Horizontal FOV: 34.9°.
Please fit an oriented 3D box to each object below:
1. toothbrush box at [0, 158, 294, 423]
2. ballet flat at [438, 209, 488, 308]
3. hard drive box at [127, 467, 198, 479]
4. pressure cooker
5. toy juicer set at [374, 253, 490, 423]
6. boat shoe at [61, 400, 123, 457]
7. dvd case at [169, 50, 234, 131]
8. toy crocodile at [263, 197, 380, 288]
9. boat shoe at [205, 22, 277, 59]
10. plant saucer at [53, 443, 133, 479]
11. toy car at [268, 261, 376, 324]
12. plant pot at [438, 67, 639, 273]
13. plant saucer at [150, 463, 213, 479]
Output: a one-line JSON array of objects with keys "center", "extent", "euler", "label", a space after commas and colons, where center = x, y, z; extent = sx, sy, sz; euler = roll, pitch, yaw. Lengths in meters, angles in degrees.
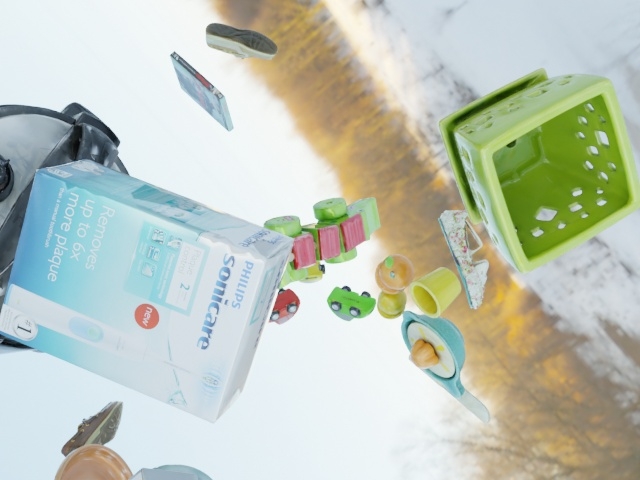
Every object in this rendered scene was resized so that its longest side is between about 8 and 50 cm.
[{"center": [-0.209, 0.055, 1.223], "extent": [0.296, 0.216, 0.126], "euler": [22, -164, 8], "label": "toothbrush box"}, {"center": [0.345, 0.038, 2.363], "extent": [0.091, 0.077, 0.240], "euler": [-19, -90, -79], "label": "ballet flat"}, {"center": [-0.242, 0.424, 1.290], "extent": [0.089, 0.232, 0.181], "euler": [18, -138, -39], "label": "hard drive box"}, {"center": [-0.478, -0.005, 1.521], "extent": [0.376, 0.420, 0.369], "euler": [-9, -92, -43], "label": "pressure cooker"}, {"center": [0.167, 0.170, 1.736], "extent": [0.209, 0.089, 0.328], "euler": [25, 142, 47], "label": "toy juicer set"}, {"center": [-0.407, 0.338, 1.832], "extent": [0.060, 0.064, 0.178], "euler": [14, -155, 8], "label": "boat shoe"}, {"center": [-0.178, -0.224, 1.534], "extent": [0.119, 0.013, 0.087], "euler": [42, 163, 22], "label": "dvd case"}, {"center": [0.000, 0.000, 1.836], "extent": [0.105, 0.341, 0.115], "euler": [5, 110, 43], "label": "toy crocodile"}, {"center": [-0.145, -0.356, 1.856], "extent": [0.135, 0.050, 0.045], "euler": [20, 143, 1], "label": "boat shoe"}, {"center": [-0.373, 0.437, 1.673], "extent": [0.200, 0.037, 0.199], "euler": [39, -138, -46], "label": "plant saucer"}, {"center": [0.005, 0.118, 2.067], "extent": [0.225, 0.239, 0.053], "euler": [17, 134, 19], "label": "toy car"}, {"center": [0.317, -0.123, 1.538], "extent": [0.227, 0.228, 0.207], "euler": [66, 171, -27], "label": "plant pot"}, {"center": [-0.258, 0.478, 1.782], "extent": [0.195, 0.195, 0.037], "euler": [53, 154, 23], "label": "plant saucer"}]
